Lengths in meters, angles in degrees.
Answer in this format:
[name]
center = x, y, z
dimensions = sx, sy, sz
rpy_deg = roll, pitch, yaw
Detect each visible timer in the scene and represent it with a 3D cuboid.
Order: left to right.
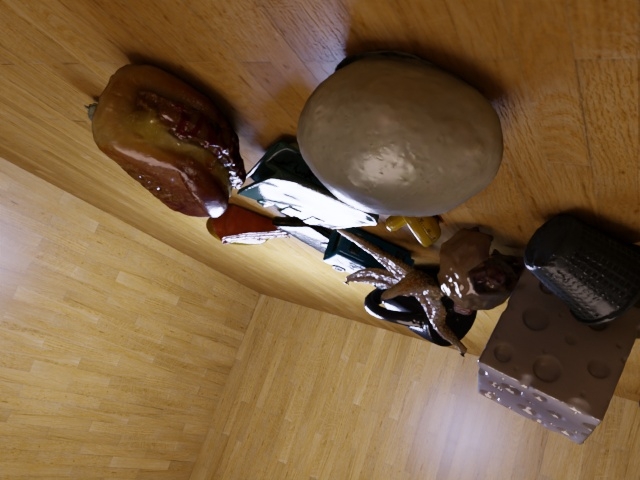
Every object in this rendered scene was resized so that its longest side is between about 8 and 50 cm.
[timer]
center = 0.200, -0.034, 1.185
dimensions = 0.107, 0.109, 0.107
rpy_deg = 53, -169, -15

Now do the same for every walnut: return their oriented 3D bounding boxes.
[walnut]
center = 0.362, 0.090, 1.288
dimensions = 0.238, 0.141, 0.204
rpy_deg = 24, 140, -29

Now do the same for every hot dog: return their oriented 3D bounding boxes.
[hot dog]
center = -0.271, -0.175, 1.139
dimensions = 0.223, 0.185, 0.405
rpy_deg = 20, 167, 13

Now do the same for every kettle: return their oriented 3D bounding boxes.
[kettle]
center = 0.282, 0.186, 1.711
dimensions = 0.268, 0.207, 0.290
rpy_deg = -15, -159, -32

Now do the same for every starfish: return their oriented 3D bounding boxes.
[starfish]
center = 0.206, 0.133, 1.435
dimensions = 0.384, 0.132, 0.398
rpy_deg = 26, 170, 24

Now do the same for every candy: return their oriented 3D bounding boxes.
[candy]
center = 0.103, -0.127, 0.790
dimensions = 0.295, 0.185, 0.295
rpy_deg = 21, 162, 7

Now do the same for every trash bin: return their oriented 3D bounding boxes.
[trash bin]
center = 0.464, 0.041, 1.014
dimensions = 0.161, 0.175, 0.175
rpy_deg = 33, 165, -8

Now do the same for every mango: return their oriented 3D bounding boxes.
[mango]
center = -0.289, -0.035, 1.963
dimensions = 0.227, 0.099, 0.136
rpy_deg = 12, 161, -5

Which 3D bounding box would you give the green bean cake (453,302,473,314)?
[green bean cake]
center = 0.393, 0.122, 1.475
dimensions = 0.056, 0.136, 0.135
rpy_deg = 15, 165, 16

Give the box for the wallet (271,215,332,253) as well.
[wallet]
center = 0.000, 0.001, 1.773
dimensions = 0.169, 0.044, 0.317
rpy_deg = 8, 163, 39

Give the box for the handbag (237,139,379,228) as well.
[handbag]
center = -0.021, -0.115, 1.232
dimensions = 0.268, 0.100, 0.274
rpy_deg = 20, 169, -18

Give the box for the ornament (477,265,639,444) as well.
[ornament]
center = 0.487, 0.241, 1.168
dimensions = 0.239, 0.239, 0.240
rpy_deg = 23, 159, 26

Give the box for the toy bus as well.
[toy bus]
center = 0.143, 0.051, 1.615
dimensions = 0.246, 0.113, 0.134
rpy_deg = 25, 160, -13

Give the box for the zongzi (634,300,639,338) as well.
[zongzi]
center = 0.637, 0.139, 1.293
dimensions = 0.228, 0.115, 0.256
rpy_deg = 25, 180, 8

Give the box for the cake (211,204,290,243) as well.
[cake]
center = -0.220, -0.036, 1.830
dimensions = 0.287, 0.135, 0.098
rpy_deg = 12, 154, -6

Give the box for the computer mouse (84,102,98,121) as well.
[computer mouse]
center = -0.479, -0.275, 1.335
dimensions = 0.089, 0.056, 0.181
rpy_deg = 0, 150, 44
